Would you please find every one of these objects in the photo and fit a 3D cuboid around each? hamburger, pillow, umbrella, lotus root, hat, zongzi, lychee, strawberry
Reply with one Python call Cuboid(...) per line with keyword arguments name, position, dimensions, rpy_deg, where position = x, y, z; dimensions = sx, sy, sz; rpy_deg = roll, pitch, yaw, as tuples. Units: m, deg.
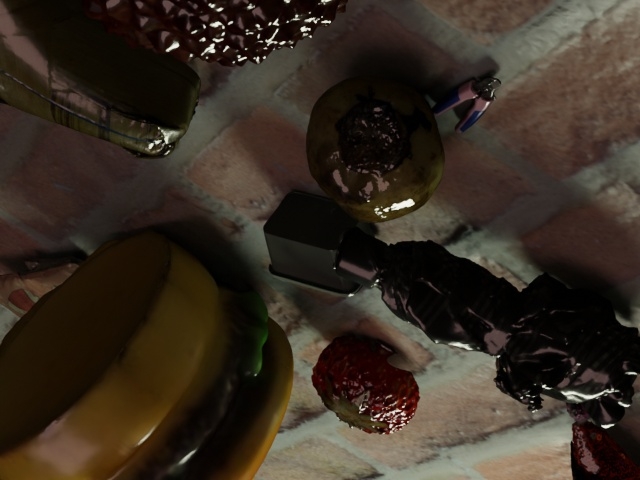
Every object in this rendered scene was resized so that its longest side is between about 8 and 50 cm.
Cuboid(name="hamburger", position=(-0.210, 0.200, 2.272), dimensions=(0.277, 0.395, 0.396), rpy_deg=(42, 153, -24))
Cuboid(name="pillow", position=(-0.362, 0.071, 2.574), dimensions=(0.135, 0.049, 0.248), rpy_deg=(42, 149, -28))
Cuboid(name="umbrella", position=(0.172, 0.078, 1.885), dimensions=(0.337, 0.128, 0.154), rpy_deg=(28, 155, -7))
Cuboid(name="lotus root", position=(0.047, -0.081, 1.738), dimensions=(0.138, 0.138, 0.214), rpy_deg=(30, 169, -3))
Cuboid(name="hat", position=(0.324, 0.268, 2.138), dimensions=(0.129, 0.140, 0.227), rpy_deg=(-4, 128, 35))
Cuboid(name="zongzi", position=(-0.237, -0.212, 1.800), dimensions=(0.260, 0.123, 0.289), rpy_deg=(22, 152, 4))
Cuboid(name="lychee", position=(-0.075, -0.257, 1.351), dimensions=(0.264, 0.264, 0.300), rpy_deg=(27, 160, 4))
Cuboid(name="strawberry", position=(0.054, 0.183, 2.295), dimensions=(0.145, 0.086, 0.145), rpy_deg=(23, 153, 12))

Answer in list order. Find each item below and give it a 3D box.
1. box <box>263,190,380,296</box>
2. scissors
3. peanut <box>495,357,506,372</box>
Cuboid(name="box", position=(0.000, 0.000, 2.003), dimensions=(0.122, 0.084, 0.069), rpy_deg=(14, 142, 29))
Cuboid(name="scissors", position=(0.135, -0.125, 1.684), dimensions=(0.039, 0.012, 0.113), rpy_deg=(33, 156, -9))
Cuboid(name="peanut", position=(0.214, 0.126, 2.067), dimensions=(0.037, 0.037, 0.083), rpy_deg=(27, 158, 4))
